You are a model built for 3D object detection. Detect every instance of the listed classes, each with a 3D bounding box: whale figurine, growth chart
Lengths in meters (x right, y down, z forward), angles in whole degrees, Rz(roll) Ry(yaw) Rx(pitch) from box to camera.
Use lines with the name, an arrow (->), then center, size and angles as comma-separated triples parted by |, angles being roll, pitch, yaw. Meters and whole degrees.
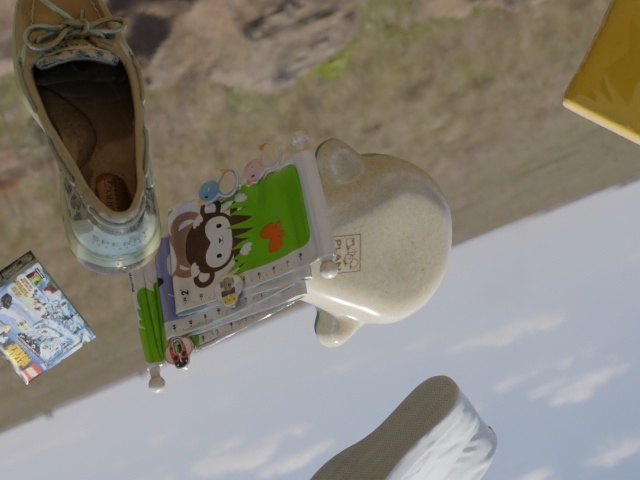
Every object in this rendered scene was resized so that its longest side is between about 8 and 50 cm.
whale figurine -> 0.000, 0.000, 1.445 | 0.272, 0.216, 0.141 | -8, -165, -28
growth chart -> -0.086, 0.014, 1.298 | 0.237, 0.172, 0.021 | -32, 151, 20

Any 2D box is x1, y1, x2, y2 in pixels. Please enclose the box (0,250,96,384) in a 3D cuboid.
box -> -0.316, 0.085, 1.524 | 0.094, 0.137, 0.027 | -35, -136, -7

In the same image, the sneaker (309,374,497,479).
sneaker -> 0.108, 0.327, 1.866 | 0.292, 0.169, 0.108 | -40, -140, 3

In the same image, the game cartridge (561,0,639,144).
game cartridge -> 0.387, -0.188, 1.101 | 0.324, 0.285, 0.052 | -62, 177, 5

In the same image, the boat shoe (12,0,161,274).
boat shoe -> -0.186, -0.114, 1.147 | 0.104, 0.285, 0.089 | -14, 155, -17
